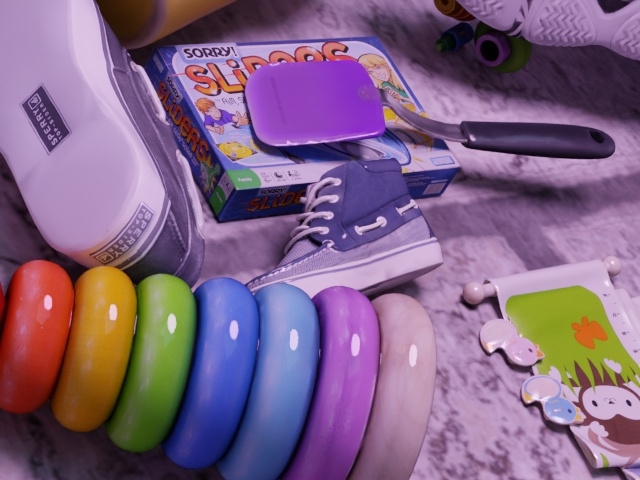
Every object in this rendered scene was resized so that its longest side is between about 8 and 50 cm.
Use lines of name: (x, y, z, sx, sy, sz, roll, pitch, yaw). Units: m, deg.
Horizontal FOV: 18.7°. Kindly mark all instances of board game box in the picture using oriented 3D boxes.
board game box: (-0.013, -0.084, 1.397, 0.201, 0.035, 0.136, -8, 55, -37)

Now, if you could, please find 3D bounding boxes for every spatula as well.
spatula: (0.087, -0.086, 1.409, 0.296, 0.030, 0.084, 7, 44, -26)

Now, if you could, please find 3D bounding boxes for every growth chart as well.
growth chart: (0.216, 0.103, 1.367, 0.172, 0.021, 0.237, -18, 60, -40)

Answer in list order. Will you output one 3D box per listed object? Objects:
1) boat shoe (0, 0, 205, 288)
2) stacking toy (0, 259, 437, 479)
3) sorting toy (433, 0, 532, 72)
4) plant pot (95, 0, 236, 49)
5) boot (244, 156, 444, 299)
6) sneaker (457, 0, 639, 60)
boat shoe: (-0.150, -0.079, 1.267, 0.102, 0.108, 0.301, 38, 14, -46)
stacking toy: (-0.106, 0.064, 1.131, 0.330, 0.141, 0.141, 14, 44, -13)
sorting toy: (0.118, -0.169, 1.543, 0.102, 0.061, 0.042, 54, 44, 1)
plant pot: (-0.097, -0.265, 1.382, 0.254, 0.254, 0.239, 39, 57, 8)
boot: (0.000, 0.000, 1.286, 0.190, 0.069, 0.086, -15, 79, -50)
sneaker: (0.212, -0.248, 1.560, 0.365, 0.137, 0.210, 13, 29, -24)
